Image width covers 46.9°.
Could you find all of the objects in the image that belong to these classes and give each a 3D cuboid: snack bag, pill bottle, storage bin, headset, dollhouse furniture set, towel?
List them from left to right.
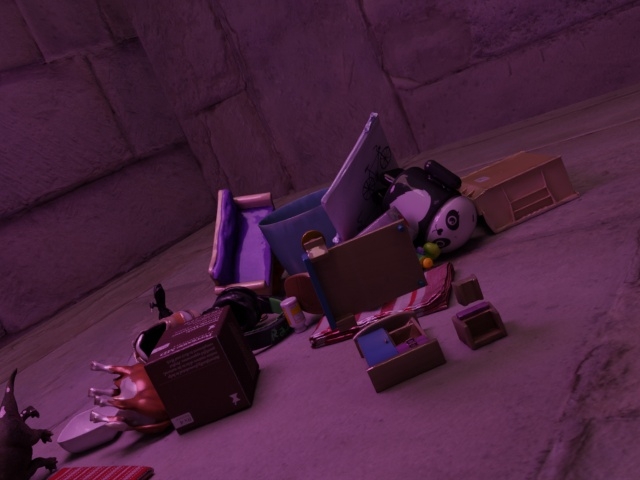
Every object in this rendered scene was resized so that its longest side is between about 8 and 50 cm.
[{"bbox_3d":[-0.463,0.483,1.368,0.275,0.031,0.199,-13,13,35],"label":"towel"},{"bbox_3d":[-0.258,0.189,1.899,0.394,0.185,0.243,-4,19,28],"label":"headset"},{"bbox_3d":[-0.063,0.182,1.797,0.043,0.083,0.043,-22,11,5],"label":"pill bottle"},{"bbox_3d":[0.118,-0.114,1.972,0.037,0.342,0.323,15,62,32],"label":"snack bag"},{"bbox_3d":[0.143,0.143,1.694,0.329,0.037,0.237,-20,11,18],"label":"towel"},{"bbox_3d":[0.136,0.071,1.364,0.286,0.303,0.198,-24,12,-1],"label":"dollhouse furniture set"},{"bbox_3d":[0.510,-0.135,2.008,0.260,0.123,0.262,-24,12,-2],"label":"storage bin"}]

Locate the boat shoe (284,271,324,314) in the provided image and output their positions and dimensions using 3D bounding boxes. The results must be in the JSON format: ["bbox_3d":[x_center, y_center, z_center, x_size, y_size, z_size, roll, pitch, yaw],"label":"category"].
[{"bbox_3d":[0.033,0.114,1.769,0.285,0.104,0.089,-3,17,42],"label":"boat shoe"}]

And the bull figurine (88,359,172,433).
[{"bbox_3d":[-0.413,0.336,1.639,0.188,0.101,0.310,7,7,-21],"label":"bull figurine"}]

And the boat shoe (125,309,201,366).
[{"bbox_3d":[-0.417,0.264,1.839,0.103,0.113,0.302,1,-37,-48],"label":"boat shoe"}]

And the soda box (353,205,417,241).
[{"bbox_3d":[0.102,0.041,1.847,0.286,0.098,0.091,-41,0,24],"label":"soda box"}]

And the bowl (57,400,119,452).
[{"bbox_3d":[-0.505,0.422,1.663,0.142,0.053,0.142,-23,11,4],"label":"bowl"}]

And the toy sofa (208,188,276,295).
[{"bbox_3d":[-0.219,0.013,2.180,0.150,0.177,0.362,-7,49,9],"label":"toy sofa"}]

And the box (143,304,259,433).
[{"bbox_3d":[-0.244,0.267,1.563,0.168,0.167,0.203,-22,12,5],"label":"box"}]

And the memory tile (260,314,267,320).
[{"bbox_3d":[-0.218,0.230,2.066,0.148,0.012,0.113,-24,12,-6],"label":"memory tile"}]

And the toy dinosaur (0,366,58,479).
[{"bbox_3d":[-0.636,0.427,1.532,0.121,0.313,0.160,7,-4,15],"label":"toy dinosaur"}]

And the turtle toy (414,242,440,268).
[{"bbox_3d":[0.235,0.046,1.802,0.130,0.066,0.095,-14,-11,-14],"label":"turtle toy"}]

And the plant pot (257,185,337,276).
[{"bbox_3d":[0.000,0.000,2.116,0.293,0.235,0.293,-22,12,5],"label":"plant pot"}]

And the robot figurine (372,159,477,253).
[{"bbox_3d":[0.269,-0.082,1.914,0.278,0.209,0.173,36,72,26],"label":"robot figurine"}]

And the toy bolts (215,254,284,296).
[{"bbox_3d":[-0.214,0.138,2.302,0.228,0.158,0.218,-13,52,2],"label":"toy bolts"}]
